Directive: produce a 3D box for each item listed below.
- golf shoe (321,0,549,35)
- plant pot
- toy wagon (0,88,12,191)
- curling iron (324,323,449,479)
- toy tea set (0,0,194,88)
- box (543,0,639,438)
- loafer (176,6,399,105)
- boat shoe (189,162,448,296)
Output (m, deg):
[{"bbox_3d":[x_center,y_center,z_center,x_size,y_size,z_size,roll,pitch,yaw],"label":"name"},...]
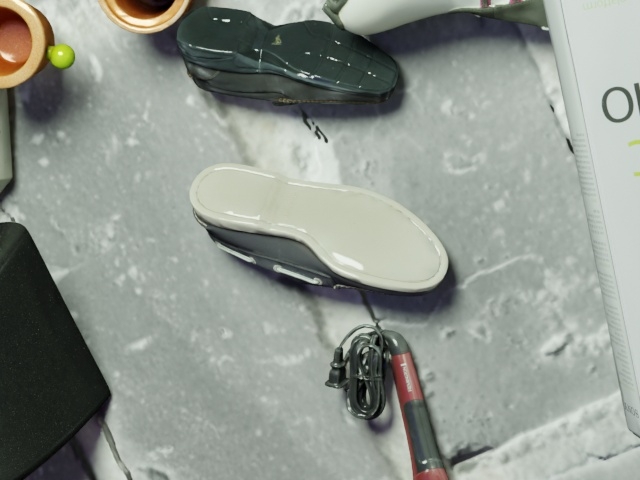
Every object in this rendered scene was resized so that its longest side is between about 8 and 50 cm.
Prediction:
[{"bbox_3d":[0.129,-0.182,1.082,0.273,0.105,0.120,-21,97,27],"label":"golf shoe"},{"bbox_3d":[-0.308,0.113,1.257,0.187,0.167,0.188,-5,124,25],"label":"plant pot"},{"bbox_3d":[-0.421,-0.112,1.362,0.344,0.068,0.267,3,100,25],"label":"toy wagon"},{"bbox_3d":[0.075,0.193,1.208,0.068,0.035,0.274,-22,89,30],"label":"curling iron"},{"bbox_3d":[-0.260,-0.198,1.196,0.336,0.124,0.200,-18,95,10],"label":"toy tea set"},{"bbox_3d":[0.281,-0.050,1.006,0.232,0.058,0.322,-13,96,-2],"label":"box"},{"bbox_3d":[-0.023,-0.128,1.191,0.170,0.062,0.061,16,144,14],"label":"loafer"},{"bbox_3d":[0.000,0.000,1.206,0.206,0.075,0.065,18,149,15],"label":"boat shoe"}]
